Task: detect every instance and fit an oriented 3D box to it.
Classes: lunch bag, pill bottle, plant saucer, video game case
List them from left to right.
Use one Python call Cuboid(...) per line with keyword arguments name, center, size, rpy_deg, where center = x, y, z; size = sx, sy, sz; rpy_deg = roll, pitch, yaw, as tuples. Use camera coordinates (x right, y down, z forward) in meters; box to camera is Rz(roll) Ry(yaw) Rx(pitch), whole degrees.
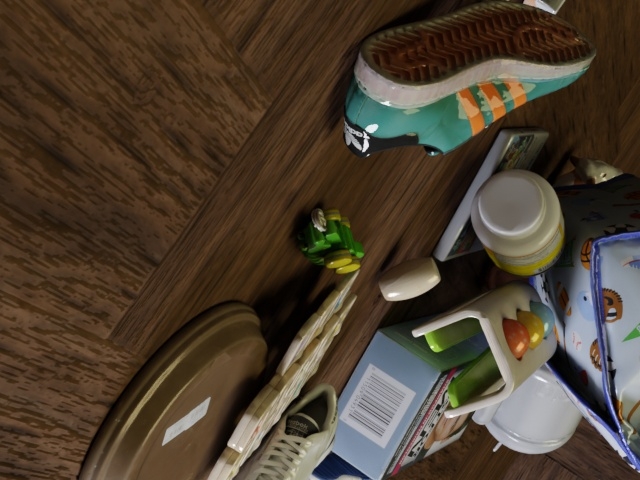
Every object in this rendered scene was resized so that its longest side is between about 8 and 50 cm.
Cuboid(name="plant saucer", center=(-0.139, 0.187, 1.405), size=(0.278, 0.041, 0.278), rpy_deg=(-47, 159, -25))
Cuboid(name="video game case", center=(0.241, -0.068, 1.968), size=(0.201, 0.023, 0.183), rpy_deg=(-62, 161, 17))
Cuboid(name="pill bottle", center=(0.266, -0.025, 1.877), size=(0.117, 0.117, 0.215), rpy_deg=(-56, 162, -3))
Cuboid(name="lunch bag", center=(0.440, 0.128, 2.073), size=(0.328, 0.239, 0.385), rpy_deg=(-120, -159, -73))

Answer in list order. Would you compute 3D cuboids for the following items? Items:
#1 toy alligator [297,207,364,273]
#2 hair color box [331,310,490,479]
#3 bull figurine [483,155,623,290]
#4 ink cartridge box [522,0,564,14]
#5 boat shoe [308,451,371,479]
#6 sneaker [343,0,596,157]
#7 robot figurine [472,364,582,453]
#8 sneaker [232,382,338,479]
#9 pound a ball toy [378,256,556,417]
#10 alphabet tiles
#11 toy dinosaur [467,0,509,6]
Cuboid(name="toy alligator", center=(0.000, 0.000, 1.436), size=(0.051, 0.056, 0.190), rpy_deg=(-18, 166, 12))
Cuboid(name="hair color box", center=(0.148, 0.218, 2.060), size=(0.185, 0.114, 0.374), rpy_deg=(-62, 162, 13))
Cuboid(name="bull figurine", center=(0.386, 0.006, 2.289), size=(0.310, 0.101, 0.188), rpy_deg=(-43, 125, -17))
Cuboid(name="ink cartridge box", center=(0.286, -0.312, 1.686), size=(0.145, 0.045, 0.179), rpy_deg=(-54, 180, -9))
Cuboid(name="boat shoe", center=(0.009, 0.347, 2.012), size=(0.066, 0.066, 0.183), rpy_deg=(-56, 152, 11))
Cuboid(name="sneaker", center=(0.142, -0.157, 1.401), size=(0.302, 0.108, 0.121), rpy_deg=(-14, 144, -34))
Cuboid(name="robot figurine", center=(0.426, 0.274, 2.710), size=(0.300, 0.199, 0.353), rpy_deg=(-11, 138, -26))
Cuboid(name="sneaker", center=(-0.050, 0.271, 1.686), size=(0.235, 0.090, 0.095), rpy_deg=(-58, 172, -38))
Cuboid(name="pound a ball toy", center=(0.214, 0.100, 1.865), size=(0.136, 0.208, 0.319), rpy_deg=(-23, 177, 21))
Cuboid(name="alphabet tiles", center=(-0.039, 0.163, 1.552), size=(0.278, 0.021, 0.284), rpy_deg=(-61, 173, 33))
Cuboid(name="toy dinosaur", center=(0.161, -0.199, 1.507), size=(0.183, 0.053, 0.092), rpy_deg=(-60, 163, 8))
